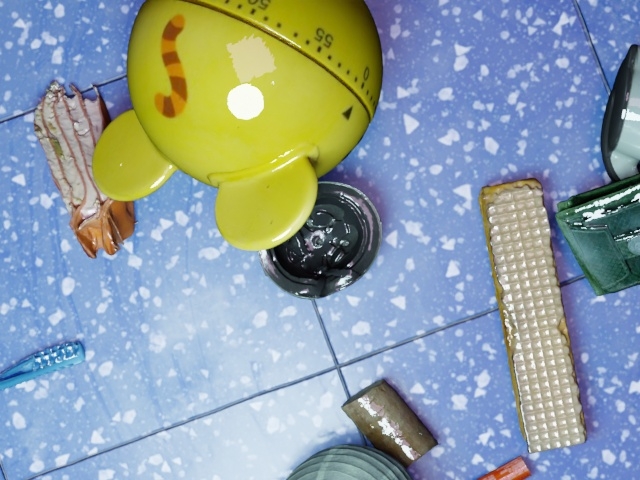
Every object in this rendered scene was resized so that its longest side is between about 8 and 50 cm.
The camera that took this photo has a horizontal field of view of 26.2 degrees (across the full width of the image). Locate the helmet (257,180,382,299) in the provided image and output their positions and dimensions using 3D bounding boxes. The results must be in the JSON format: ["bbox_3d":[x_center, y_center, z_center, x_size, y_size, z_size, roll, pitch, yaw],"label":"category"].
[{"bbox_3d":[-0.009,0.007,1.919,0.177,0.107,0.153,-28,83,-19],"label":"helmet"}]

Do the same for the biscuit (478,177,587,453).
[{"bbox_3d":[0.297,0.102,1.926,0.094,0.054,0.378,-10,86,0],"label":"biscuit"}]

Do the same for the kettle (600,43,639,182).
[{"bbox_3d":[0.507,-0.146,1.893,0.237,0.161,0.221,11,118,2],"label":"kettle"}]

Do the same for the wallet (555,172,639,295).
[{"bbox_3d":[0.457,-0.019,1.870,0.236,0.055,0.160,-19,114,26],"label":"wallet"}]

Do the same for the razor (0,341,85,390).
[{"bbox_3d":[-0.457,0.195,1.955,0.253,0.042,0.082,-19,46,-1],"label":"razor"}]

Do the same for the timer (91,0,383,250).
[{"bbox_3d":[-0.104,-0.188,1.812,0.376,0.376,0.386,24,81,3],"label":"timer"}]

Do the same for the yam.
[{"bbox_3d":[0.097,0.258,1.912,0.084,0.084,0.127,-37,87,0],"label":"yam"}]

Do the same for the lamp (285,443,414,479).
[{"bbox_3d":[0.029,0.405,1.821,0.233,0.233,0.265,31,111,3],"label":"lamp"}]

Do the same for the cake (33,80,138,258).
[{"bbox_3d":[-0.331,-0.100,1.949,0.098,0.135,0.287,-20,67,6],"label":"cake"}]

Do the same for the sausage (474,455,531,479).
[{"bbox_3d":[0.232,0.346,1.925,0.129,0.034,0.034,-29,86,1],"label":"sausage"}]
